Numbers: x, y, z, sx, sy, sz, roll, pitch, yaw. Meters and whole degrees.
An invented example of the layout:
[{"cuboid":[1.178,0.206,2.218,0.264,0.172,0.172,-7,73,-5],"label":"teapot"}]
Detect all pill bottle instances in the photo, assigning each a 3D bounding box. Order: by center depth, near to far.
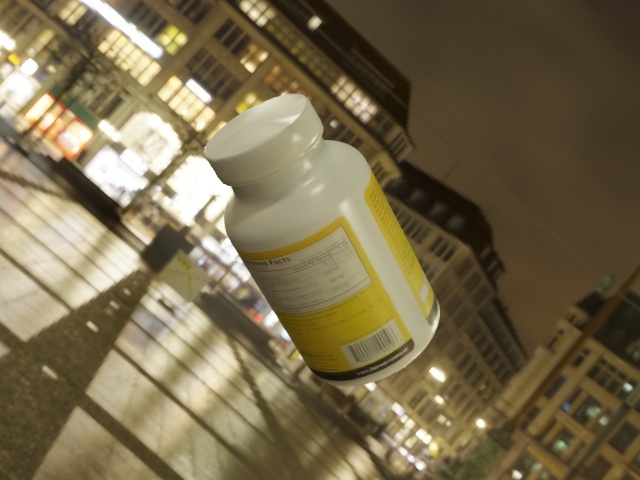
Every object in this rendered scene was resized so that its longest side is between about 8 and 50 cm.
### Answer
[{"cuboid":[0.000,0.000,0.629,0.184,0.103,0.103,61,-14,-26],"label":"pill bottle"}]
